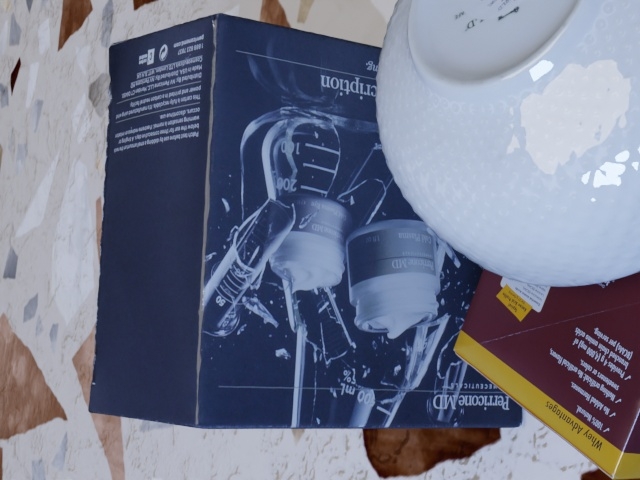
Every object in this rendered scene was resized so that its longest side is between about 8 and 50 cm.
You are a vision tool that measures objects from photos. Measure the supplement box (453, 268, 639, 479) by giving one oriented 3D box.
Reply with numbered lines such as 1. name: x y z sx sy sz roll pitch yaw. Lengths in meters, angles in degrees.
1. supplement box: 0.232 0.045 1.003 0.191 0.129 0.194 38 115 49

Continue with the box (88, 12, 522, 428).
1. box: 0.000 0.000 1.146 0.179 0.343 0.313 -2 84 53

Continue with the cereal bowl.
1. cereal bowl: 0.164 -0.144 0.933 0.339 0.141 0.339 -24 54 37
